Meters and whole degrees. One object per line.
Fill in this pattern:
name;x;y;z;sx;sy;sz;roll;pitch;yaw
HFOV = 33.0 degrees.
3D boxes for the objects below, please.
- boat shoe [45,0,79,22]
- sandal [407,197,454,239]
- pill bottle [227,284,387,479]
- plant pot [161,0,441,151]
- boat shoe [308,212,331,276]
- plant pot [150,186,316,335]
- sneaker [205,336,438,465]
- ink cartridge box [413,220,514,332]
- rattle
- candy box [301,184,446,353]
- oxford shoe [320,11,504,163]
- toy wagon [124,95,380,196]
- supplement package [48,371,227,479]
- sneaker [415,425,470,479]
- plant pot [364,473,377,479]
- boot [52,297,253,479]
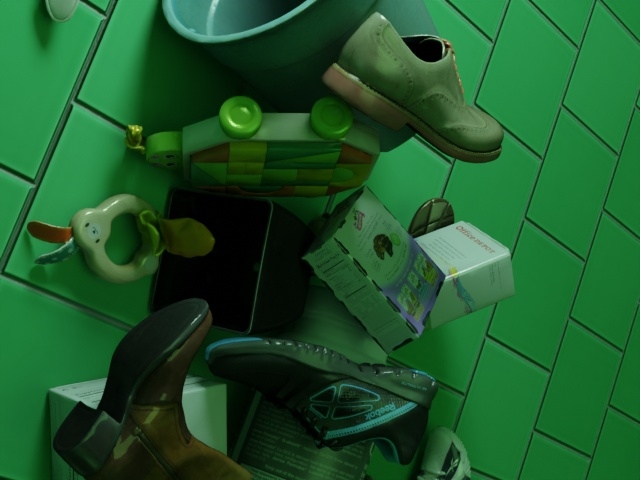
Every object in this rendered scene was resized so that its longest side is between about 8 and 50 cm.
boat shoe;-0.332;-0.344;1.396;0.046;0.038;0.125;0;95;-10
sandal;0.177;0.026;1.909;0.090;0.060;0.219;-5;114;-27
pill bottle;-0.008;0.266;1.663;0.210;0.210;0.363;30;76;-41
plant pot;0.008;-0.309;1.544;0.334;0.341;0.341;47;64;-46
boat shoe;0.000;0.000;1.687;0.068;0.190;0.072;-15;103;5
plant pot;-0.112;0.036;1.569;0.167;0.188;0.188;14;86;-56
sneaker;0.000;0.218;1.496;0.340;0.125;0.140;16;82;-14
ink cartridge box;0.194;0.062;1.803;0.212;0.154;0.093;-22;120;-16
rattle;-0.268;0.006;1.440;0.199;0.142;0.130;11;107;-49
candy box;0.083;0.040;1.598;0.196;0.070;0.165;48;35;-10
oxford shoe;0.158;-0.197;1.444;0.348;0.123;0.130;15;111;-49
toy wagon;-0.097;-0.119;1.497;0.344;0.267;0.068;-1;74;-7
supplement package;-0.249;0.326;1.491;0.204;0.145;0.262;-6;100;-41
sneaker;0.189;0.463;1.952;0.153;0.094;0.235;-10;113;-50
plant pot;0.094;0.532;1.793;0.256;0.256;0.274;-38;110;-33
boot;-0.166;0.246;1.393;0.280;0.096;0.264;49;64;-35
